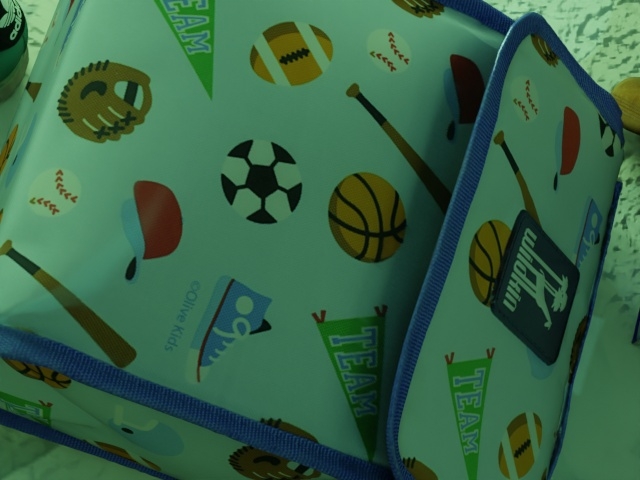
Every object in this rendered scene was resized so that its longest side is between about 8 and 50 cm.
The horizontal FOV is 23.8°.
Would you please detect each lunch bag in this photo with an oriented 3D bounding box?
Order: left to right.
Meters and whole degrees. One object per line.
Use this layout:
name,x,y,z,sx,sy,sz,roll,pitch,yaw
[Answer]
lunch bag,0.000,0.000,0.930,0.386,0.239,0.327,24,70,-17

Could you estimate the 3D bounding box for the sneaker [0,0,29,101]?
sneaker,-0.342,-0.141,0.974,0.302,0.121,0.108,-4,73,-9

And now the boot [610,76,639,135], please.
boot,0.332,-0.040,0.977,0.264,0.280,0.096,8,99,-1

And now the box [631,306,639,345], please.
box,0.291,0.039,1.001,0.126,0.137,0.072,16,73,-3
